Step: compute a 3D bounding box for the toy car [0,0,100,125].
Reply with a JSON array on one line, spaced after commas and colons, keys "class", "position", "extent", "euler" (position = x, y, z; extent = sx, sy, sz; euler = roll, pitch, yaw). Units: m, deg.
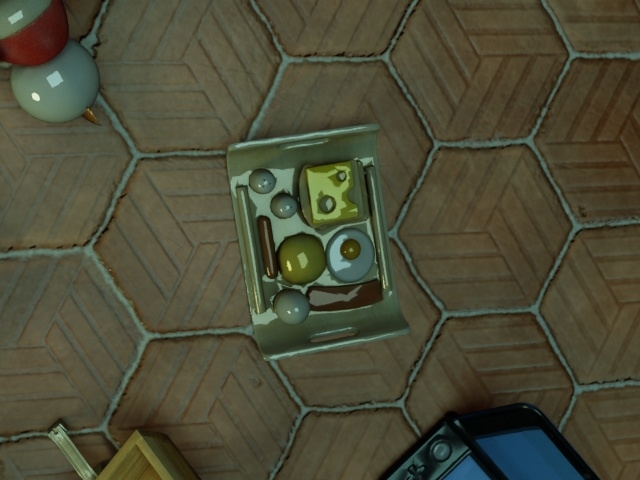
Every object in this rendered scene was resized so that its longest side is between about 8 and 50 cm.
[{"class": "toy car", "position": [-0.367, -0.234, 1.390], "extent": [0.219, 0.210, 0.238], "euler": [-45, 132, -18]}]

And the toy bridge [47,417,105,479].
[{"class": "toy bridge", "position": [-0.309, 0.329, 1.498], "extent": [0.026, 0.063, 0.188], "euler": [-39, 102, -6]}]

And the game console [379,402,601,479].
[{"class": "game console", "position": [0.273, 0.399, 1.580], "extent": [0.250, 0.173, 0.293], "euler": [-43, 102, -6]}]

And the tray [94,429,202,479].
[{"class": "tray", "position": [-0.289, 0.470, 1.412], "extent": [0.411, 0.203, 0.076], "euler": [-50, 148, 8]}]

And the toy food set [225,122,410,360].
[{"class": "toy food set", "position": [0.000, 0.000, 1.517], "extent": [0.219, 0.092, 0.306], "euler": [-10, 98, -11]}]
